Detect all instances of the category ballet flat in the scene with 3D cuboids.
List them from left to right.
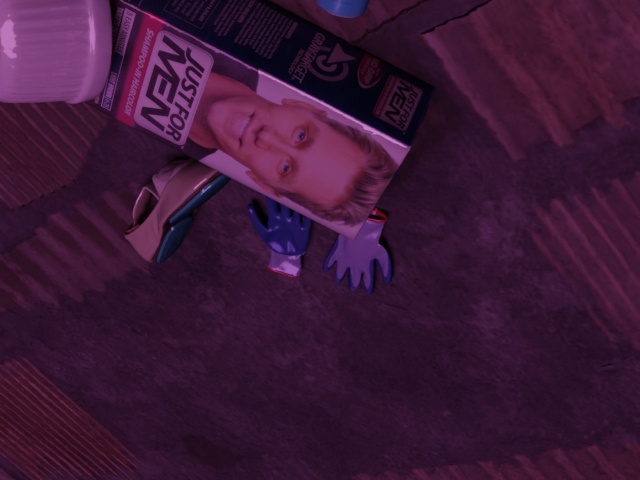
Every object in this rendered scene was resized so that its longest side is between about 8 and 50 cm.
[{"bbox_3d":[-0.191,-0.052,1.341,0.086,0.086,0.248,33,140,-10],"label":"ballet flat"}]

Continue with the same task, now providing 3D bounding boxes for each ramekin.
[{"bbox_3d":[-0.307,-0.239,1.085,0.207,0.109,0.207,29,126,49],"label":"ramekin"}]

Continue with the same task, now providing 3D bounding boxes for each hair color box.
[{"bbox_3d":[-0.072,-0.158,1.141,0.347,0.105,0.174,26,140,-2],"label":"hair color box"}]

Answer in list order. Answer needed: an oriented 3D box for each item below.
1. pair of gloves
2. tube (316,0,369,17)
[{"bbox_3d":[0.000,0.000,1.338,0.198,0.023,0.159,16,137,10],"label":"pair of gloves"},{"bbox_3d":[0.043,-0.307,0.973,0.080,0.052,0.207,14,134,-4],"label":"tube"}]
